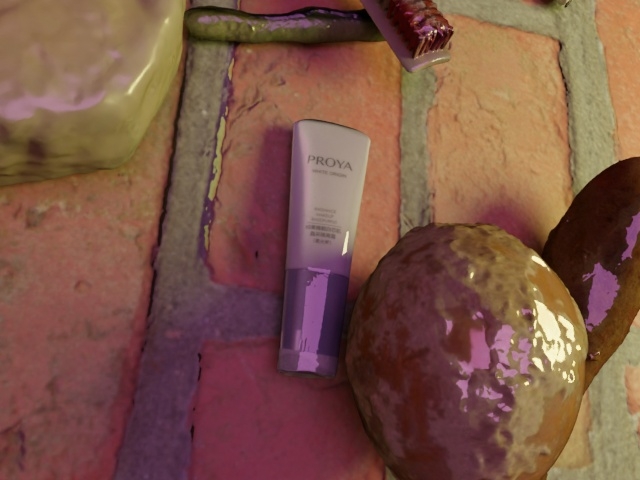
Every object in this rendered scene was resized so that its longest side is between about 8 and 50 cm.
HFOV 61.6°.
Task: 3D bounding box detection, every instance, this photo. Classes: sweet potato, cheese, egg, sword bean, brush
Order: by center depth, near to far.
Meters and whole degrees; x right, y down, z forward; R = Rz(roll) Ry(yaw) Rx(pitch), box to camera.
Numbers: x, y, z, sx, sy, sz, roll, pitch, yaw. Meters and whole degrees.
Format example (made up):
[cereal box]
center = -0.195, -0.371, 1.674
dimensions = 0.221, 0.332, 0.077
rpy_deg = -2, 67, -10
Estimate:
[egg]
center = 0.114, 0.096, 0.441
dimensions = 0.195, 0.195, 0.233
rpy_deg = 5, 72, -14
[cheese]
center = -0.270, -0.201, 0.456
dimensions = 0.318, 0.115, 0.326
rpy_deg = 33, 68, -5
[sweet potato]
center = 0.252, 0.081, 0.535
dimensions = 0.109, 0.109, 0.385
rpy_deg = 27, 82, -7
[sword bean]
center = -0.010, -0.234, 0.577
dimensions = 0.270, 0.038, 0.043
rpy_deg = -8, 66, -18
[brush]
center = 0.042, -0.319, 0.584
dimensions = 0.060, 0.050, 0.320
rpy_deg = -23, 72, -18

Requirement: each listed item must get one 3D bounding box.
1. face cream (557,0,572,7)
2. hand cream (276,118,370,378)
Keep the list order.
[face cream]
center = 0.243, -0.398, 0.686
dimensions = 0.244, 0.058, 0.092
rpy_deg = 44, 75, 5
[hand cream]
center = 0.000, 0.000, 0.511
dimensions = 0.080, 0.048, 0.255
rpy_deg = 10, 72, -12
